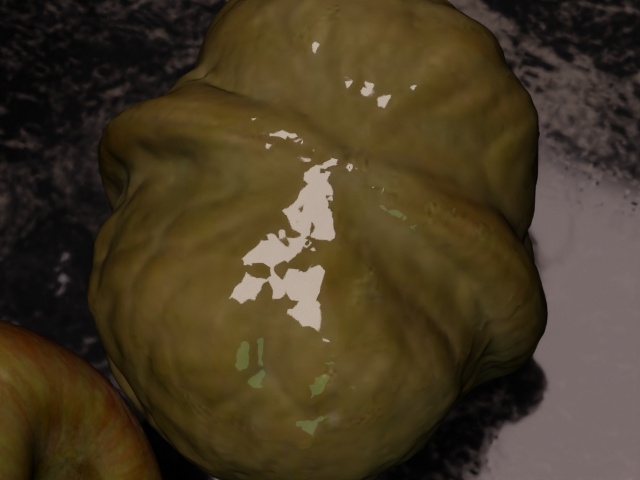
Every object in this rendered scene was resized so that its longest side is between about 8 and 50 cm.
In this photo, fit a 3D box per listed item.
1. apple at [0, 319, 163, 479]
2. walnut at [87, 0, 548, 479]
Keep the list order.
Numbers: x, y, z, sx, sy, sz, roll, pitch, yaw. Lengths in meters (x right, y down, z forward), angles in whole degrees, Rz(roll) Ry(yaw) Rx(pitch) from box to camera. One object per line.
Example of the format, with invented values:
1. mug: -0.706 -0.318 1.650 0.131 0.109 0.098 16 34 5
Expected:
1. apple: -0.225 0.176 0.966 0.264 0.264 0.264 -2 76 7
2. walnut: 0.001 -0.002 0.968 0.282 0.277 0.253 -39 80 -14
